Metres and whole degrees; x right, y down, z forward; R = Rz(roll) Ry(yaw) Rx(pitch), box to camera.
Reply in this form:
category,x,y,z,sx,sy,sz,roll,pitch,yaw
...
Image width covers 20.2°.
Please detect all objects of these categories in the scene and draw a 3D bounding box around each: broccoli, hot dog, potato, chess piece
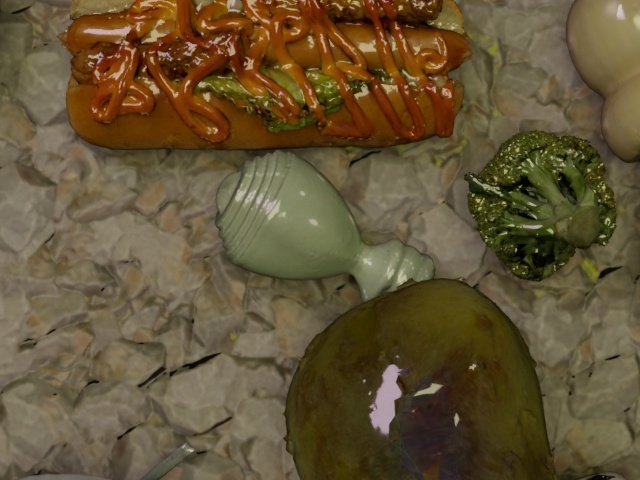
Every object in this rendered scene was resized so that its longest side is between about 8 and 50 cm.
category,x,y,z,sx,sy,sz,roll,pitch,yaw
broccoli,0.187,-0.030,1.490,0.130,0.120,0.131,-24,120,-18
hot dog,-0.047,-0.152,1.493,0.349,0.117,0.158,2,87,-1
potato,0.086,0.180,1.410,0.210,0.173,0.307,-16,71,-2
chess piece,0.306,-0.090,1.488,0.167,0.167,0.300,-24,80,-2

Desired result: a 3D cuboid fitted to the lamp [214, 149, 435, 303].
category,x,y,z,sx,sy,sz,roll,pitch,yaw
lamp,0.000,0.000,1.499,0.193,0.106,0.106,29,86,-9

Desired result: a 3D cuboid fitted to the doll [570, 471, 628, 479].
category,x,y,z,sx,sy,sz,roll,pitch,yaw
doll,0.224,0.278,1.479,0.110,0.107,0.181,-12,93,-23

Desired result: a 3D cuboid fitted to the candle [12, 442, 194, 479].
category,x,y,z,sx,sy,sz,roll,pitch,yaw
candle,-0.208,0.316,1.389,0.221,0.342,0.221,5,120,8
